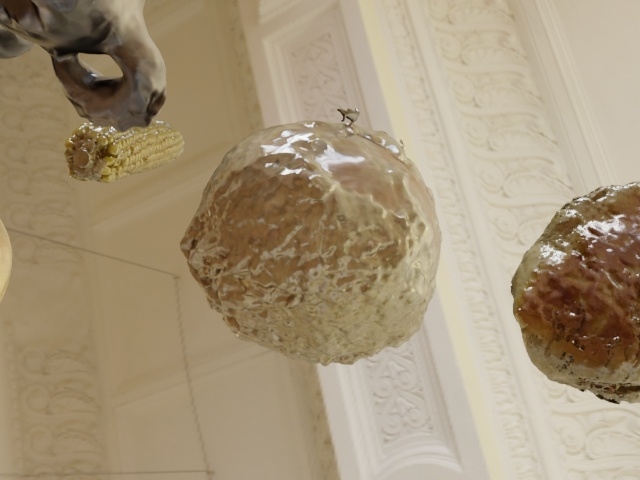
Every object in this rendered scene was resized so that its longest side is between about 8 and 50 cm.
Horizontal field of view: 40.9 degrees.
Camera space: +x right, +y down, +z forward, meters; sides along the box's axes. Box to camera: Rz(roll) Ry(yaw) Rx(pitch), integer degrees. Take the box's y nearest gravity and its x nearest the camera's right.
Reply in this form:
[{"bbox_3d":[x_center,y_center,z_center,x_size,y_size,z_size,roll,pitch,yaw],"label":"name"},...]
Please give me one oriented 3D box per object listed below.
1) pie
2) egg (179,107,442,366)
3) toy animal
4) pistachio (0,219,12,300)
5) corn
[{"bbox_3d":[0.241,0.037,0.676,0.193,0.079,0.163,-41,-113,-10],"label":"pie"},{"bbox_3d":[0.000,0.000,0.941,0.279,0.310,0.279,-19,-118,42],"label":"egg"},{"bbox_3d":[-0.306,-0.230,0.773,0.344,0.194,0.303,-3,-64,21],"label":"toy animal"},{"bbox_3d":[-0.583,0.059,1.201,0.238,0.229,0.321,39,-119,1],"label":"pistachio"},{"bbox_3d":[-0.293,-0.141,1.306,0.097,0.320,0.097,2,-80,12],"label":"corn"}]
